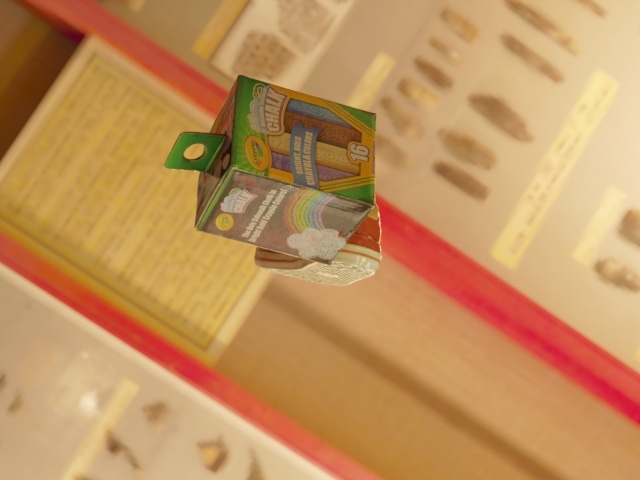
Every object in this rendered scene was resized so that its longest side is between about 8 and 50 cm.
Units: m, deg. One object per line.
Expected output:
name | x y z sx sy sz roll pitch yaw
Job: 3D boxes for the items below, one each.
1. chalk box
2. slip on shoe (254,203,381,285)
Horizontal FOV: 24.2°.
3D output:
chalk box | -0.060 -0.081 1.632 0.132 0.213 0.132 127 -26 -50
slip on shoe | 0.000 0.000 1.970 0.331 0.123 0.101 162 -60 -71
